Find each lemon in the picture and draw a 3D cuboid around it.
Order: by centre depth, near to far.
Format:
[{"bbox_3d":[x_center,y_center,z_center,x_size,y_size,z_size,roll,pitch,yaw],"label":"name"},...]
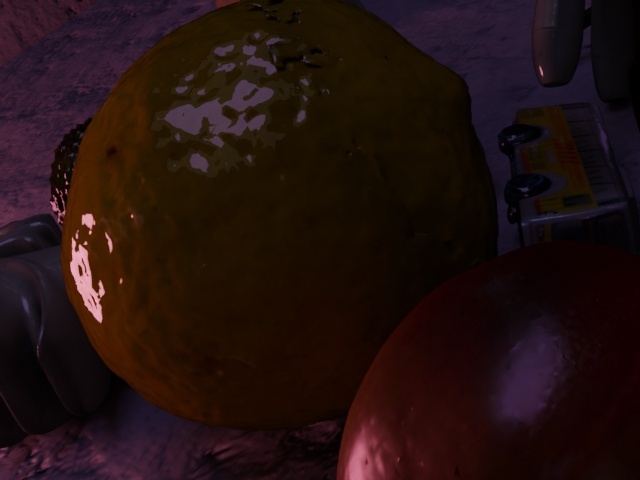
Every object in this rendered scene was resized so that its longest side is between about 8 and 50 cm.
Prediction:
[{"bbox_3d":[-0.041,-0.013,0.970,0.387,0.350,0.350,-31,24,18],"label":"lemon"}]

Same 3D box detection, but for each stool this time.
[{"bbox_3d":[0.304,-0.246,1.139,0.195,0.199,0.195,-7,-7,37],"label":"stool"}]

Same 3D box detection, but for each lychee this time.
[{"bbox_3d":[-0.270,-0.072,1.538,0.171,0.171,0.171,-23,26,12],"label":"lychee"}]

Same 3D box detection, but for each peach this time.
[{"bbox_3d":[0.146,0.117,0.727,0.248,0.245,0.275,15,31,18],"label":"peach"}]

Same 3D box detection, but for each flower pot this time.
[{"bbox_3d":[-0.307,0.086,1.263,0.367,0.165,0.254,2,34,49],"label":"flower pot"}]

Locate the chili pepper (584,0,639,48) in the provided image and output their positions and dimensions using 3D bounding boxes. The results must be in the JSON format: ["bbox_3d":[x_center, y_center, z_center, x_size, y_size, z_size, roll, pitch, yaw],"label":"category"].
[{"bbox_3d":[0.403,-0.270,1.252,0.387,0.110,0.110,-11,30,38],"label":"chili pepper"}]

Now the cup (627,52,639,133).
[{"bbox_3d":[0.364,-0.063,0.923,0.177,0.239,0.166,-21,-16,5],"label":"cup"}]

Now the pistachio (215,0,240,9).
[{"bbox_3d":[-0.064,-0.343,1.809,0.181,0.162,0.293,-10,18,-24],"label":"pistachio"}]

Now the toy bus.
[{"bbox_3d":[0.208,-0.039,1.026,0.106,0.092,0.268,-8,23,11],"label":"toy bus"}]

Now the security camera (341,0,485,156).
[{"bbox_3d":[0.031,-0.142,1.195,0.157,0.301,0.080,-40,-2,-9],"label":"security camera"}]
